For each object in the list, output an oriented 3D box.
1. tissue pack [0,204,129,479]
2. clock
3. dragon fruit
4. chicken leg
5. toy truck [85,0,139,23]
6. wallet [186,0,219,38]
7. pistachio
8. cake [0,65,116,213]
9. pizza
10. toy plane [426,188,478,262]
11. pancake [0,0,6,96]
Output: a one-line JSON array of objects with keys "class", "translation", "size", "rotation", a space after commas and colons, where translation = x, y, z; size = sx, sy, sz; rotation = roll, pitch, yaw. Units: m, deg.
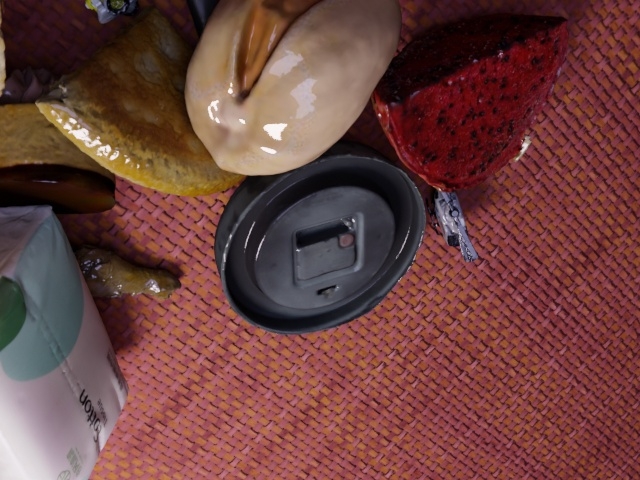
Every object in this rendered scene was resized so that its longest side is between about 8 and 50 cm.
[{"class": "tissue pack", "translation": [-0.411, 0.164, 1.069], "size": [0.193, 0.266, 0.357], "rotation": [0, 128, 15]}, {"class": "clock", "translation": [0.000, 0.000, 1.209], "size": [0.324, 0.067, 0.325], "rotation": [-14, 131, -17]}, {"class": "dragon fruit", "translation": [0.191, -0.193, 1.173], "size": [0.316, 0.152, 0.205], "rotation": [-27, 128, -19]}, {"class": "chicken leg", "translation": [-0.299, 0.053, 1.204], "size": [0.197, 0.069, 0.085], "rotation": [14, 112, -27]}, {"class": "toy truck", "translation": [-0.254, -0.329, 1.036], "size": [0.111, 0.076, 0.077], "rotation": [-35, 101, 5]}, {"class": "wallet", "translation": [-0.088, -0.265, 1.130], "size": [0.146, 0.030, 0.286], "rotation": [-19, 117, -3]}, {"class": "pistachio", "translation": [-0.036, -0.219, 1.021], "size": [0.230, 0.230, 0.309], "rotation": [43, 72, -27]}, {"class": "cake", "translation": [-0.352, -0.135, 1.049], "size": [0.207, 0.185, 0.178], "rotation": [2, 78, 7]}, {"class": "pizza", "translation": [-0.202, -0.135, 1.028], "size": [0.087, 0.268, 0.258], "rotation": [-28, 112, 31]}, {"class": "toy plane", "translation": [0.196, -0.064, 1.273], "size": [0.053, 0.078, 0.197], "rotation": [-20, 103, -2]}, {"class": "pancake", "translation": [-0.435, -0.299, 0.882], "size": [0.065, 0.356, 0.356], "rotation": [-30, 126, -43]}]
